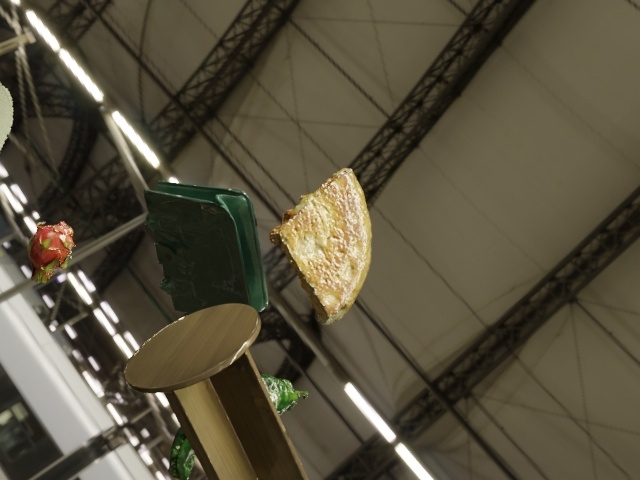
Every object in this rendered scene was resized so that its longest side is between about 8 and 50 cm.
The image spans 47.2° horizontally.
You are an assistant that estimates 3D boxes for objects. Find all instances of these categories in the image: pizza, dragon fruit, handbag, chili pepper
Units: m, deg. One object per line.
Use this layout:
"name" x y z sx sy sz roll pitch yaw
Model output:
"pizza" 0.000 0.000 1.484 0.086 0.226 0.335 -23 -122 62
"dragon fruit" -0.505 0.023 1.366 0.116 0.081 0.086 -65 -155 14
"handbag" -0.248 0.033 1.582 0.239 0.089 0.326 8 -54 22
"chili pepper" -0.111 0.268 1.137 0.065 0.279 0.122 40 -46 36

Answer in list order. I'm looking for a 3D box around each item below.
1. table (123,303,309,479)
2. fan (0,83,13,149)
"table" -0.110 0.214 0.876 0.167 0.167 0.226 12 -52 55
"fan" -0.597 -0.233 1.194 0.009 0.190 0.329 26 -32 16
